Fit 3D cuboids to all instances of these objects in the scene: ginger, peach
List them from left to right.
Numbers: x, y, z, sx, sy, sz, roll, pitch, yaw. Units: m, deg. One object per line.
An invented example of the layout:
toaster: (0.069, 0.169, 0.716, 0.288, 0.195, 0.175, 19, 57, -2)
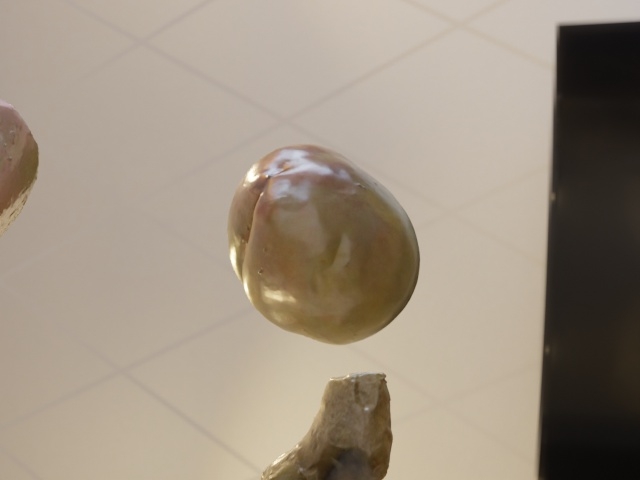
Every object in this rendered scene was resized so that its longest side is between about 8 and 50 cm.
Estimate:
peach: (-0.001, 0.000, 1.454, 0.292, 0.247, 0.292, 63, 174, 12)
ginger: (0.011, 0.201, 0.998, 0.190, 0.095, 0.069, -49, 3, 17)

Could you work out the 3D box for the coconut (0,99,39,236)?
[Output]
coconut: (-0.408, -0.075, 1.037, 0.233, 0.245, 0.233, -32, -43, -36)
